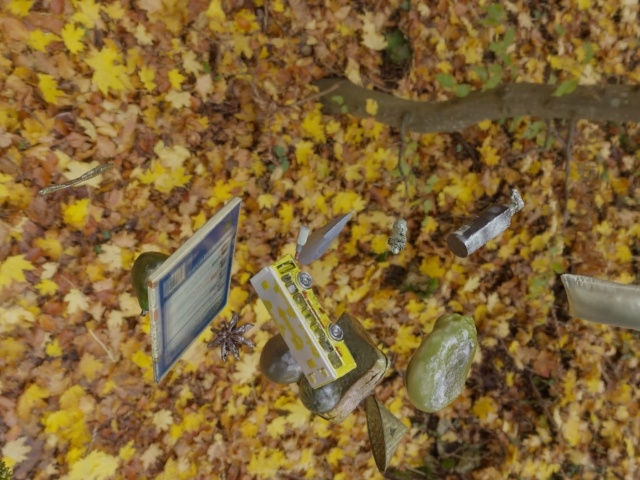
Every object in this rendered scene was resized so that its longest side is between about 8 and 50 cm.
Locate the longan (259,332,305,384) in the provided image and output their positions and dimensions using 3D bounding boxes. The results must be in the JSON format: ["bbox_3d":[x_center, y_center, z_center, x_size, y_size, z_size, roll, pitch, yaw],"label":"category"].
[{"bbox_3d":[-0.107,0.379,1.756,0.187,0.167,0.167,-36,138,-4],"label":"longan"}]

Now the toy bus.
[{"bbox_3d":[-0.030,0.138,0.933,0.074,0.081,0.226,-25,82,-44],"label":"toy bus"}]

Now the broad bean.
[{"bbox_3d":[0.334,0.334,1.489,0.238,0.119,0.290,15,98,-47],"label":"broad bean"}]

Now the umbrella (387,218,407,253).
[{"bbox_3d":[0.282,-0.014,1.969,0.062,0.067,0.143,105,3,-60],"label":"umbrella"}]

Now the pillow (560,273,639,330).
[{"bbox_3d":[0.588,0.132,1.019,0.078,0.254,0.144,-64,144,-23],"label":"pillow"}]

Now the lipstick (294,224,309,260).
[{"bbox_3d":[-0.057,0.011,1.520,0.025,0.025,0.107,-104,-153,-62],"label":"lipstick"}]

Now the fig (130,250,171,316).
[{"bbox_3d":[-0.434,0.110,1.389,0.117,0.117,0.177,-15,135,-57],"label":"fig"}]

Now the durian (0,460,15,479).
[{"bbox_3d":[-0.793,0.590,1.220,0.200,0.177,0.237,-63,-176,4],"label":"durian"}]

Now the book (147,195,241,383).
[{"bbox_3d":[-0.222,0.094,0.958,0.228,0.018,0.322,-51,165,-42],"label":"book"}]

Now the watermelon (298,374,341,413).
[{"bbox_3d":[0.001,0.358,1.328,0.133,0.105,0.105,-67,154,-63],"label":"watermelon"}]

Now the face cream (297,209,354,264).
[{"bbox_3d":[0.000,0.000,1.908,0.136,0.385,0.086,-41,89,-28],"label":"face cream"}]

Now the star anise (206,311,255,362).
[{"bbox_3d":[-0.237,0.256,1.431,0.042,0.141,0.141,62,46,-64],"label":"star anise"}]

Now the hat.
[{"bbox_3d":[0.136,0.364,1.037,0.146,0.067,0.145,175,-90,-81],"label":"hat"}]

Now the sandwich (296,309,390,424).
[{"bbox_3d":[0.062,0.422,1.785,0.301,0.271,0.099,-47,126,2],"label":"sandwich"}]

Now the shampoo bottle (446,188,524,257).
[{"bbox_3d":[0.354,-0.039,1.144,0.208,0.057,0.063,-32,127,-26],"label":"shampoo bottle"}]

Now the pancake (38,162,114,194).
[{"bbox_3d":[-0.614,-0.159,1.387,0.184,0.191,0.020,-31,104,-42],"label":"pancake"}]
